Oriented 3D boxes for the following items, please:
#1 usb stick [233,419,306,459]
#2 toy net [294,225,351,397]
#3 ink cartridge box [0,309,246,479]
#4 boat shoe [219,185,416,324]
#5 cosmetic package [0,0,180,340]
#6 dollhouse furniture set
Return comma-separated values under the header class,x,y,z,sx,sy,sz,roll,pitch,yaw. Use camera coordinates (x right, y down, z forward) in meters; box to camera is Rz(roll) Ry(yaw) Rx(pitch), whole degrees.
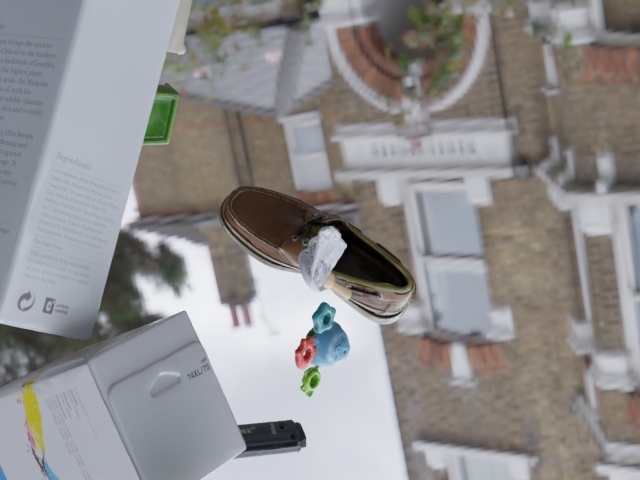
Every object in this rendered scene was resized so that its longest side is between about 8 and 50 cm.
class,x,y,z,sx,sy,sz,roll,pitch,yaw
usb stick,-0.162,0.316,2.052,0.278,0.045,0.077,-4,-166,-12
toy net,-0.009,0.086,1.732,0.045,0.232,0.122,19,-141,35
ink cartridge box,-0.277,0.237,1.647,0.270,0.197,0.198,-22,-177,35
boat shoe,0.000,0.000,1.858,0.307,0.111,0.104,27,158,6
cosmetic package,-0.354,-0.125,1.624,0.230,0.453,0.161,11,174,36
dollhouse furniture set,-0.304,-0.314,1.972,0.151,0.301,0.197,-1,-152,-34
